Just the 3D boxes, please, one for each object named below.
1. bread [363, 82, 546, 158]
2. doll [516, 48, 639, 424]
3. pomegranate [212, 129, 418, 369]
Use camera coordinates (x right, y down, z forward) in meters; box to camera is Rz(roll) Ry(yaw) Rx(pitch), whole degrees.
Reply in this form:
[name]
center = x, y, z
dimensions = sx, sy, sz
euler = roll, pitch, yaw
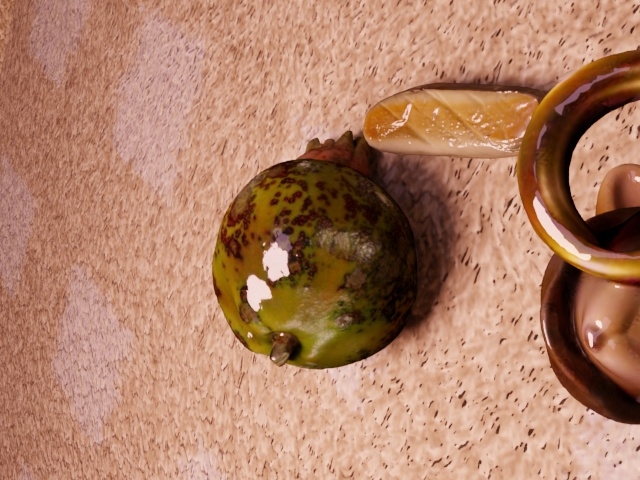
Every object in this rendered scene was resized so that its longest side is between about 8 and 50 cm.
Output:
[bread]
center = 0.132, -0.116, 0.724
dimensions = 0.214, 0.053, 0.073
euler = 8, 97, 46
[doll]
center = 0.291, 0.037, 0.418
dimensions = 0.339, 0.209, 0.318
euler = -1, 102, 42
[pomegranate]
center = -0.016, -0.005, 0.776
dimensions = 0.222, 0.203, 0.277
euler = -55, 46, 52
